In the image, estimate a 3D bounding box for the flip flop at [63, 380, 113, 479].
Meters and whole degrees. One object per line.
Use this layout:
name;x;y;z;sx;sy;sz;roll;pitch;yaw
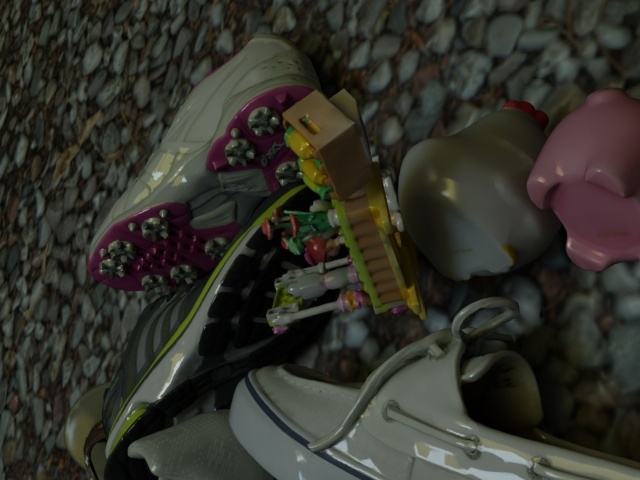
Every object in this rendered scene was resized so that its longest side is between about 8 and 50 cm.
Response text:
flip flop;-0.168;0.204;0.862;0.277;0.080;0.112;22;95;48

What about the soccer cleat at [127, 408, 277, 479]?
soccer cleat;-0.100;0.291;0.697;0.116;0.143;0.332;6;93;47

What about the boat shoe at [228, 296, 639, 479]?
boat shoe;0.090;0.109;0.570;0.367;0.135;0.157;18;93;46

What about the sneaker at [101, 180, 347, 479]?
sneaker;-0.095;0.067;0.782;0.300;0.111;0.121;-52;40;4

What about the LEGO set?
LEGO set;0.000;0.000;0.602;0.107;0.287;0.132;-15;85;8

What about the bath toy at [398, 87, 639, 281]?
bath toy;0.198;-0.038;0.504;0.348;0.151;0.129;-3;42;50

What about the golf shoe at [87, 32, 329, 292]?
golf shoe;-0.107;-0.066;0.866;0.306;0.115;0.140;-37;43;27
